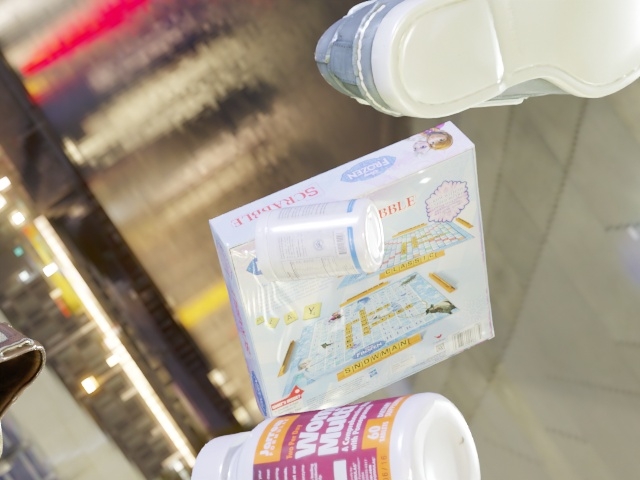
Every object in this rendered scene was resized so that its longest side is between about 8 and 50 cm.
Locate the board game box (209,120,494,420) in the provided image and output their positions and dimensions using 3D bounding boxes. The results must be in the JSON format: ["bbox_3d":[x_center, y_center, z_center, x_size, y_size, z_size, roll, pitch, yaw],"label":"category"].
[{"bbox_3d":[0.048,0.050,1.787,0.066,0.318,0.318,52,159,46],"label":"board game box"}]

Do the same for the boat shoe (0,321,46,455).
[{"bbox_3d":[-0.290,0.141,1.139,0.257,0.095,0.095,-63,-16,-53],"label":"boat shoe"}]

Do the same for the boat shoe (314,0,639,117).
[{"bbox_3d":[0.133,-0.155,1.090,0.099,0.319,0.116,8,109,48],"label":"boat shoe"}]

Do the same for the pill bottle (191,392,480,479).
[{"bbox_3d":[0.009,0.197,1.212,0.121,0.221,0.121,25,-121,-51],"label":"pill bottle"}]

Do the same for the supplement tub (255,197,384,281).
[{"bbox_3d":[0.000,0.000,1.377,0.071,0.107,0.071,-6,-90,-72],"label":"supplement tub"}]
